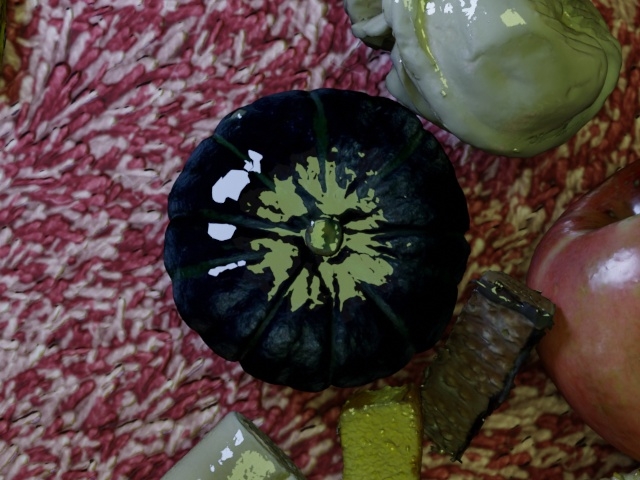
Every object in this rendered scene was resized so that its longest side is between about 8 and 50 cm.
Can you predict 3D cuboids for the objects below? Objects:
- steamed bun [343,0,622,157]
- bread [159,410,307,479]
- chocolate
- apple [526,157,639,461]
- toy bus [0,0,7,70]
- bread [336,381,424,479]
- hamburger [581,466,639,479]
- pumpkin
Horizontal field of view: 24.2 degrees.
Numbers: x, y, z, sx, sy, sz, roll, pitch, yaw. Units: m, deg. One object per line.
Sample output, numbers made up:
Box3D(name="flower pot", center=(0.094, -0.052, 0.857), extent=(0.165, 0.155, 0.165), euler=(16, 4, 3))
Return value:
Box3D(name="steamed bun", center=(0.171, -0.246, 1.760), extent=(0.247, 0.339, 0.352), euler=(-41, 82, 23))
Box3D(name="bread", center=(-0.101, 0.298, 1.764), extent=(0.141, 0.134, 0.148), euler=(-43, 76, -2))
Box3D(name="chocolate", center=(0.181, 0.144, 1.723), extent=(0.102, 0.329, 0.065), euler=(32, 51, 8))
Box3D(name="apple", center=(0.423, 0.082, 1.707), extent=(0.363, 0.364, 0.364), euler=(0, 84, -3))
Box3D(name="toy bus", center=(-0.426, -0.301, 1.842), extent=(0.081, 0.074, 0.226), euler=(6, 84, -2))
Box3D(name="bread", center=(0.073, 0.242, 1.773), extent=(0.103, 0.065, 0.187), euler=(2, 128, 9))
Box3D(name="hamburger", center=(0.421, 0.424, 1.717), extent=(0.445, 0.268, 0.287), euler=(-10, 128, -15))
Box3D(name="pumpkin", center=(0.000, 0.000, 1.739), extent=(0.363, 0.266, 0.364), euler=(1, 84, -7))
